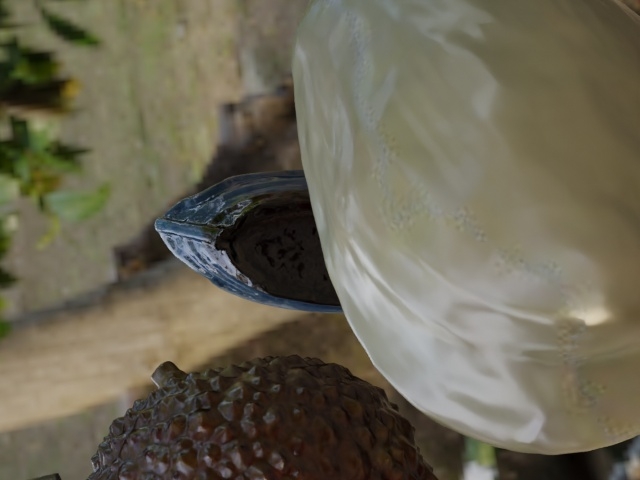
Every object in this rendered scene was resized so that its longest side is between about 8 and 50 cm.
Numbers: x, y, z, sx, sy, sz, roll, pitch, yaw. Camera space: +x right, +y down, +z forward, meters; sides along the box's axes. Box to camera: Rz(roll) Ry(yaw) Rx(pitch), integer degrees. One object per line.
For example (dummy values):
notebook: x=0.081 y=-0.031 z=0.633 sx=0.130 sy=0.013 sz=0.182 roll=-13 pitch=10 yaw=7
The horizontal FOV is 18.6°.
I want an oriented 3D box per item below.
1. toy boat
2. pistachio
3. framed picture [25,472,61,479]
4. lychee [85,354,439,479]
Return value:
toy boat: x=0.000 y=0.000 z=1.783 sx=0.142 sy=0.309 sz=0.129 roll=-158 pitch=74 yaw=-68
pistachio: x=0.095 y=-0.035 z=1.046 sx=0.226 sy=0.208 sz=0.332 roll=-39 pitch=59 yaw=15
framed picture: x=-0.209 y=0.108 z=0.538 sx=0.265 sy=0.192 sz=0.018 roll=-21 pitch=84 yaw=52
lychee: x=-0.044 y=0.214 z=1.498 sx=0.304 sy=0.276 sz=0.275 roll=57 pitch=153 yaw=20
